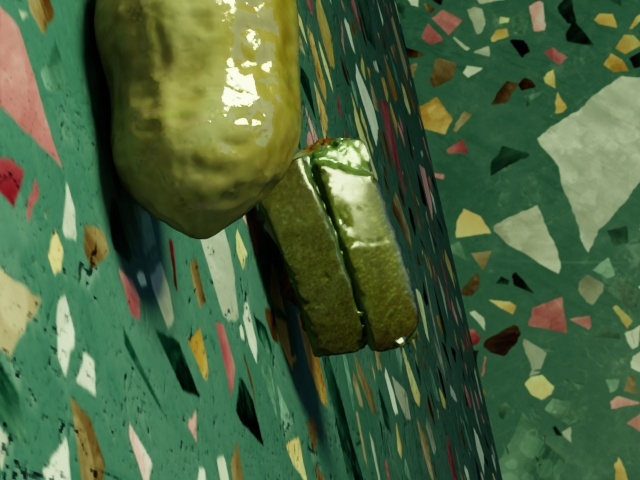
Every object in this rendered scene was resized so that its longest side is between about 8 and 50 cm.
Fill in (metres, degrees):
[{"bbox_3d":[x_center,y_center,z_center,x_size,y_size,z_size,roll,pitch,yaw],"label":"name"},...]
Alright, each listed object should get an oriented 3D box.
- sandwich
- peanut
[{"bbox_3d":[0.003,0.009,1.517,0.160,0.109,0.185,163,-89,-79],"label":"sandwich"},{"bbox_3d":[-0.073,-0.105,1.098,0.129,0.129,0.224,60,18,-61],"label":"peanut"}]
